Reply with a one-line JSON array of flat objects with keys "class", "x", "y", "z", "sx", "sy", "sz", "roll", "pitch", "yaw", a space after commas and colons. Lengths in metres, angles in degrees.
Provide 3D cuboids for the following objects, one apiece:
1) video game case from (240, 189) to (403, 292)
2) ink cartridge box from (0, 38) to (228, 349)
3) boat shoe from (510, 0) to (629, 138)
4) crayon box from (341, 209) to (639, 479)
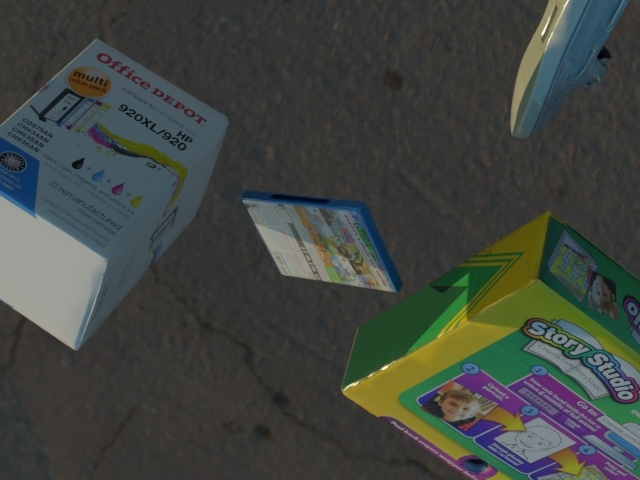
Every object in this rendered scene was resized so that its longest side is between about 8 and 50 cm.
[{"class": "video game case", "x": 0.000, "y": 0.000, "z": 1.293, "sx": 0.166, "sy": 0.015, "sz": 0.119, "roll": 8, "pitch": 136, "yaw": 40}, {"class": "ink cartridge box", "x": -0.234, "y": -0.051, "z": 1.219, "sx": 0.171, "sy": 0.233, "sz": 0.168, "roll": 32, "pitch": 139, "yaw": 3}, {"class": "boat shoe", "x": 0.261, "y": -0.192, "z": 1.232, "sx": 0.081, "sy": 0.079, "sz": 0.227, "roll": 12, "pitch": 130, "yaw": -8}, {"class": "crayon box", "x": 0.261, "y": 0.165, "z": 1.316, "sx": 0.363, "sy": 0.106, "sz": 0.313, "roll": 35, "pitch": 136, "yaw": -19}]
